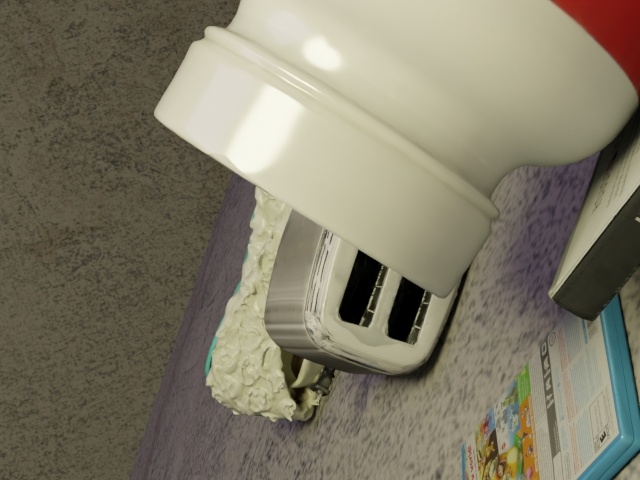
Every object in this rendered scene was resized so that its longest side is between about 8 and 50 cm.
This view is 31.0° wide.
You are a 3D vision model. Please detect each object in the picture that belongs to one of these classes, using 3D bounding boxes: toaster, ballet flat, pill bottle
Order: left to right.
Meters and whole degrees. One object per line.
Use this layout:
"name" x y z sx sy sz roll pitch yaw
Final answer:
"ballet flat" 0.000 0.000 1.181 0.147 0.147 0.408 -119 44 -76
"toaster" 0.038 0.022 0.937 0.146 0.129 0.226 168 123 -75
"pill bottle" 0.098 -0.186 0.565 0.407 0.229 0.229 -57 12 3

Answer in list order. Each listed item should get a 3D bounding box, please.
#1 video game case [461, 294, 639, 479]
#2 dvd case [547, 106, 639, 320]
"video game case" 0.123 0.115 0.648 0.119 0.015 0.166 -84 18 -49
"dvd case" 0.190 -0.093 0.521 0.179 0.030 0.238 -55 -5 -50
